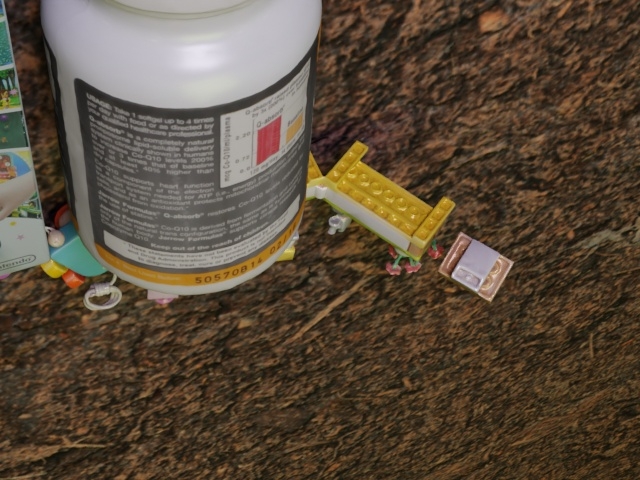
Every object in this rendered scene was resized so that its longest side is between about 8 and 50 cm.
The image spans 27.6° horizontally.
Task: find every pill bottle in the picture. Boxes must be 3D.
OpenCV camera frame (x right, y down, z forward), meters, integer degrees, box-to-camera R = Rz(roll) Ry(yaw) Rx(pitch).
[{"bbox_3d":[-0.081,-0.103,0.773,0.162,0.162,0.278,-17,148,-17],"label":"pill bottle"}]

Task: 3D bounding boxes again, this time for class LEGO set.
[{"bbox_3d":[0.000,0.000,1.020,0.287,0.132,0.107,4,148,-8],"label":"LEGO set"}]

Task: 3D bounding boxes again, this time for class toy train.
[{"bbox_3d":[-0.223,0.015,0.955,0.166,0.046,0.125,-4,143,-29],"label":"toy train"}]

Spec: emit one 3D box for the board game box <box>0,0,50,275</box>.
[{"bbox_3d":[-0.284,-0.077,0.720,0.224,0.097,0.303,-18,146,-16],"label":"board game box"}]
